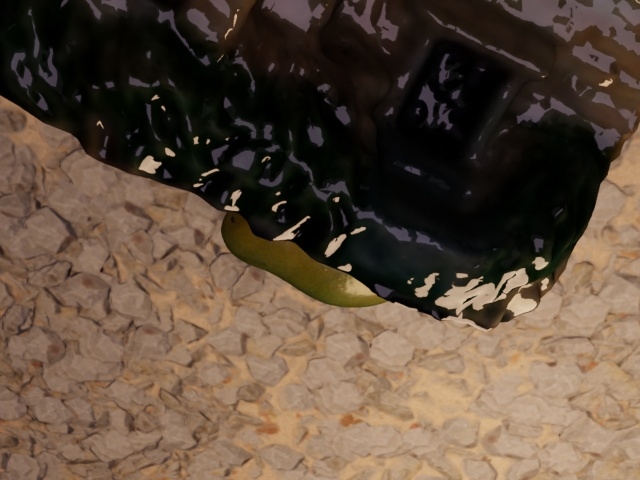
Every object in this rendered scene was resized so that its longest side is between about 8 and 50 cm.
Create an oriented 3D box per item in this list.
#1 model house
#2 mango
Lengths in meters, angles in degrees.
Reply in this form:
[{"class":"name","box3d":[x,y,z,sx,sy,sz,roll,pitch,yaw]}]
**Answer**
[{"class":"model house","box3d":[0.060,-0.238,0.764,0.445,0.395,0.400,29,121,-6]},{"class":"mango","box3d":[0.003,-0.002,1.128,0.191,0.085,0.122,23,127,-10]}]
